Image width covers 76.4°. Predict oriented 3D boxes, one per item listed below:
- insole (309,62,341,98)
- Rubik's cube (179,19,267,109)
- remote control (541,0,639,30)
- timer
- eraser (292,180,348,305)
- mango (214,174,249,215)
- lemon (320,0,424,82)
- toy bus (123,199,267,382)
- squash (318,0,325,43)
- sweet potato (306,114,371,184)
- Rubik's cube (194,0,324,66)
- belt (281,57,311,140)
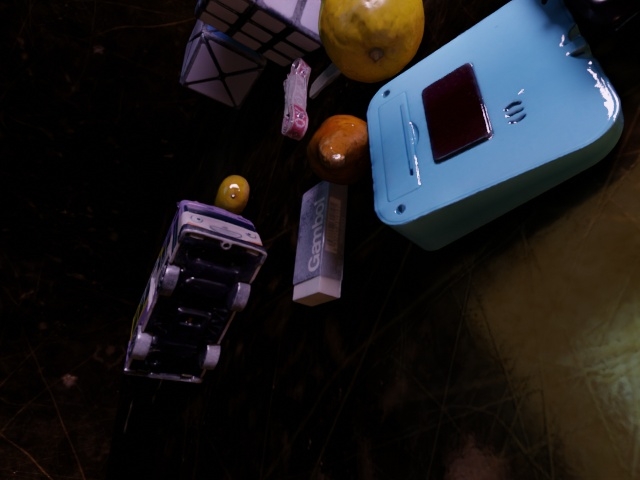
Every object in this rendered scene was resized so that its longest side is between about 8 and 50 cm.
[{"bbox_3d":[0.031,-0.386,0.916,0.192,0.010,0.063,-30,50,49],"label":"insole"},{"bbox_3d":[-0.362,-0.699,1.535,0.255,0.259,0.260,-40,40,45],"label":"Rubik's cube"},{"bbox_3d":[0.263,-0.355,0.431,0.144,0.062,0.399,-39,40,35],"label":"remote control"},{"bbox_3d":[0.180,-0.132,0.471,0.249,0.091,0.232,-27,50,38],"label":"timer"},{"bbox_3d":[0.000,0.000,0.705,0.091,0.046,0.213,-28,50,51],"label":"eraser"},{"bbox_3d":[-0.266,-0.127,1.199,0.194,0.091,0.130,13,86,66],"label":"mango"},{"bbox_3d":[0.079,-0.348,0.654,0.170,0.169,0.207,-50,31,34],"label":"lemon"},{"bbox_3d":[-0.320,0.122,1.027,0.440,0.209,0.249,-60,29,23],"label":"toy bus"},{"bbox_3d":[0.038,-0.487,0.871,0.095,0.095,0.188,-12,60,58],"label":"squash"},{"bbox_3d":[0.035,-0.142,0.641,0.112,0.112,0.359,-62,4,16],"label":"sweet potato"},{"bbox_3d":[-0.116,-0.680,1.049,0.301,0.303,0.306,22,95,62],"label":"Rubik's cube"},{"bbox_3d":[-0.062,-0.351,1.016,0.071,0.053,0.232,-32,47,50],"label":"belt"}]
